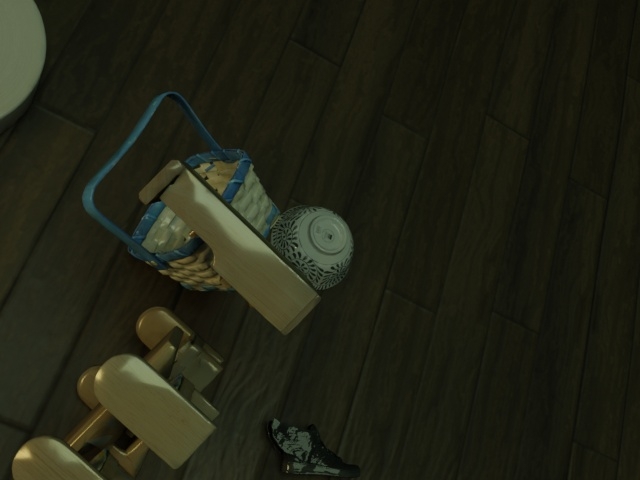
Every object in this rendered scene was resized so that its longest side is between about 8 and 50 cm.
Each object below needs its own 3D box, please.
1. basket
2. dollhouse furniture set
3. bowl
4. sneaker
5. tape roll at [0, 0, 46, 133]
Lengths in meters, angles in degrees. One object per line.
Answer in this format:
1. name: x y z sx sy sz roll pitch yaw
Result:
1. basket: -0.224 -0.061 1.271 0.289 0.201 0.254 54 52 -35
2. dollhouse furniture set: -0.231 0.120 1.038 0.256 0.362 0.394 45 89 -7
3. bowl: 0.000 0.000 1.444 0.170 0.080 0.170 10 67 -23
4. sneaker: -0.009 0.353 1.323 0.170 0.051 0.089 10 72 -19
5. tape roll: -0.650 -0.327 1.260 0.392 0.072 0.391 9 68 -23
